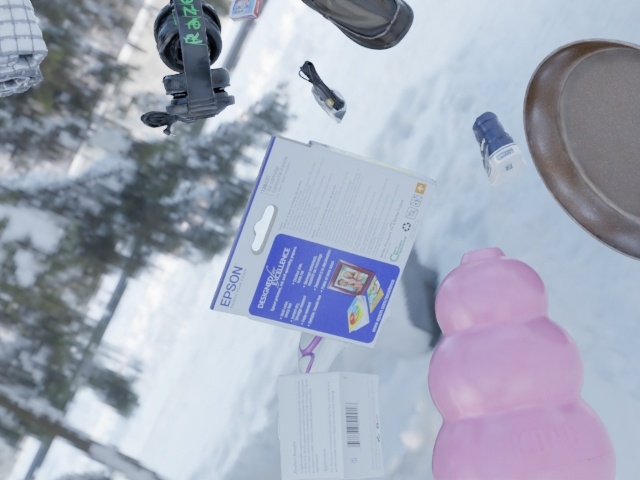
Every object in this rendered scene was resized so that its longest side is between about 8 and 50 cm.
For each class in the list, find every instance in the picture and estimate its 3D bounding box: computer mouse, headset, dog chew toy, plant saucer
[{"bbox_3d":[0.016,-0.266,2.288,0.042,0.106,0.193,-44,-10,1],"label":"computer mouse"},{"bbox_3d":[-0.264,-0.322,2.336,0.394,0.185,0.243,94,165,-68],"label":"headset"},{"bbox_3d":[0.215,0.173,1.417,0.206,0.207,0.331,146,115,-76],"label":"dog chew toy"},{"bbox_3d":[0.383,-0.111,1.507,0.050,0.310,0.310,-35,-9,-31],"label":"plant saucer"}]

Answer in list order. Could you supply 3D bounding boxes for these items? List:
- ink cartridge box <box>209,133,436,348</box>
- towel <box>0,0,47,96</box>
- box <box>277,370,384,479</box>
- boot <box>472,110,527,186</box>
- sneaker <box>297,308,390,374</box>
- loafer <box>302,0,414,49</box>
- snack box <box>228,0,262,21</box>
[{"bbox_3d":[0.000,0.000,2.023,0.303,0.307,0.072,-69,24,11],"label":"ink cartridge box"},{"bbox_3d":[-0.449,-0.245,1.275,0.121,0.284,0.235,-42,65,63],"label":"towel"},{"bbox_3d":[0.018,0.317,2.120,0.182,0.119,0.181,18,-112,-64],"label":"box"},{"bbox_3d":[0.289,-0.150,2.029,0.069,0.086,0.190,-27,-14,0],"label":"boot"},{"bbox_3d":[0.062,0.159,2.471,0.114,0.152,0.305,-14,45,60],"label":"sneaker"},{"bbox_3d":[0.027,-0.317,1.642,0.078,0.220,0.080,25,-84,-54],"label":"loafer"},{"bbox_3d":[-0.137,-0.529,2.521,0.064,0.022,0.178,0,70,35],"label":"snack box"}]
